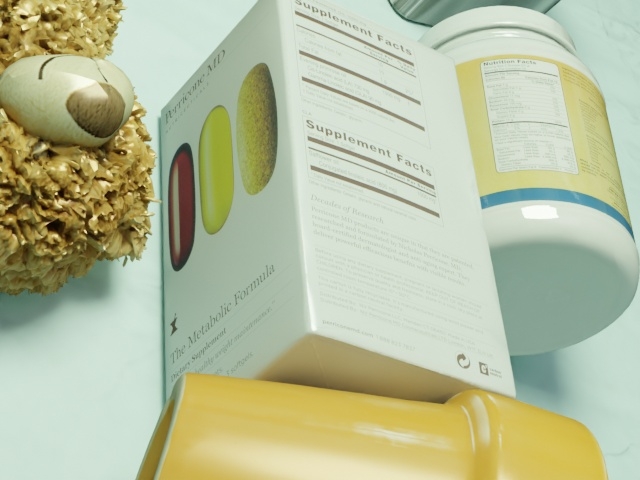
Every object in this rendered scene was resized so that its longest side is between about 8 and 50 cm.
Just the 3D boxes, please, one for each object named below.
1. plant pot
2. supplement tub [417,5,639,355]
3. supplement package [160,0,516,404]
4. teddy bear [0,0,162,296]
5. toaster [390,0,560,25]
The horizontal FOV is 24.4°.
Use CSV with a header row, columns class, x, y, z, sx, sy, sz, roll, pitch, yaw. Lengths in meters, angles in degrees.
class,x,y,z,sx,sy,sz,roll,pitch,yaw
plant pot,0.003,0.150,0.685,0.188,0.205,0.205,20,45,-8
supplement tub,0.122,-0.041,0.970,0.144,0.144,0.200,21,46,-28
supplement package,0.000,0.000,0.833,0.134,0.139,0.244,20,46,-30
teddy bear,-0.179,-0.141,0.779,0.245,0.113,0.338,41,26,-51
toaster,0.124,-0.256,1.175,0.168,0.110,0.186,-2,60,-42
